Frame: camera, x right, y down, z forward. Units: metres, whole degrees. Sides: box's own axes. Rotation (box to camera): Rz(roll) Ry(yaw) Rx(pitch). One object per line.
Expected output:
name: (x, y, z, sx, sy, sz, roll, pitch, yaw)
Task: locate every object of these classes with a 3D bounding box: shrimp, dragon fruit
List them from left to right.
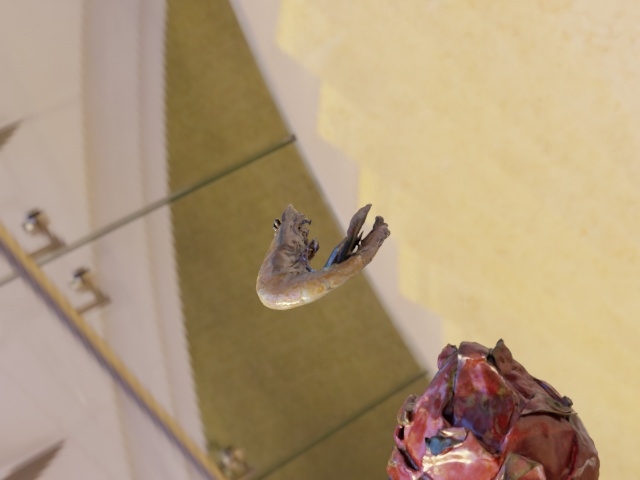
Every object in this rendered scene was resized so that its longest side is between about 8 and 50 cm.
shrimp: (0.000, 0.000, 1.602, 0.046, 0.152, 0.219, 59, -168, -23)
dragon fruit: (0.194, 0.252, 1.643, 0.244, 0.244, 0.299, 11, 112, 52)
